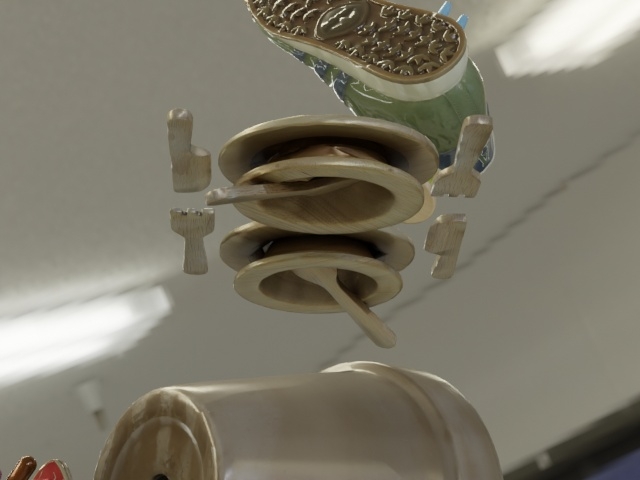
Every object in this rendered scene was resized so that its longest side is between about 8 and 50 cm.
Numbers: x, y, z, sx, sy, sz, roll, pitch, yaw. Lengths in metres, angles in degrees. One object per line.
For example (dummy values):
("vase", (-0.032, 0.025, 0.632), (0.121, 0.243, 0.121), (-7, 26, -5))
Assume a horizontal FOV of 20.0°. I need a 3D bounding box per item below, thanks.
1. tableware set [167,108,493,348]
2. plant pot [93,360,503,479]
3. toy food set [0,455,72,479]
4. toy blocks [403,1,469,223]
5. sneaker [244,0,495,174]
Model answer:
("tableware set", (0.000, 0.000, 0.753), (0.128, 0.039, 0.194), (1, -19, -1))
("plant pot", (-0.044, 0.250, 1.634), (0.280, 0.323, 0.323), (17, -39, -39))
("toy food set", (-0.239, 0.201, 1.403), (0.122, 0.078, 0.019), (-23, -22, 25))
("toy blocks", (0.082, -0.103, 1.388), (0.054, 0.123, 0.148), (8, 42, 21))
("sneaker", (0.026, -0.088, 0.940), (0.064, 0.192, 0.086), (-37, -54, -11))
